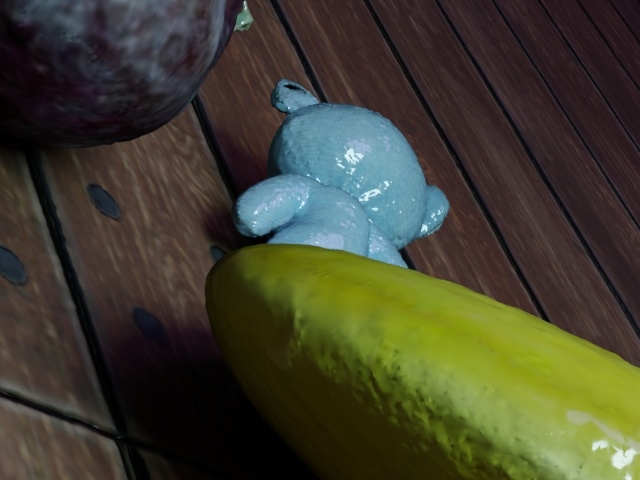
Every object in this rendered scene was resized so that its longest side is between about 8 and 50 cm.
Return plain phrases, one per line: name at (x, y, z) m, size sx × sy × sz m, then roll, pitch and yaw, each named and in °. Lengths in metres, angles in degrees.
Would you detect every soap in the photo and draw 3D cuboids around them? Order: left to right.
soap at (0.137, 0.126, 0.765) m, size 0.427 × 0.115 × 0.306 m, roll 29°, pitch -4°, yaw 8°

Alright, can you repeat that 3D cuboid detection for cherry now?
cherry at (-0.115, -0.135, 0.833) m, size 0.195 × 0.195 × 0.195 m, roll 40°, pitch 20°, yaw -18°

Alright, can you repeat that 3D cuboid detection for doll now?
doll at (-0.003, 0.001, 0.974) m, size 0.120 × 0.075 × 0.180 m, roll 41°, pitch 47°, yaw -16°

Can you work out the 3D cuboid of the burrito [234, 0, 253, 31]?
burrito at (-0.080, -0.154, 1.041) m, size 0.089 × 0.144 × 0.229 m, roll 18°, pitch 14°, yaw 0°
